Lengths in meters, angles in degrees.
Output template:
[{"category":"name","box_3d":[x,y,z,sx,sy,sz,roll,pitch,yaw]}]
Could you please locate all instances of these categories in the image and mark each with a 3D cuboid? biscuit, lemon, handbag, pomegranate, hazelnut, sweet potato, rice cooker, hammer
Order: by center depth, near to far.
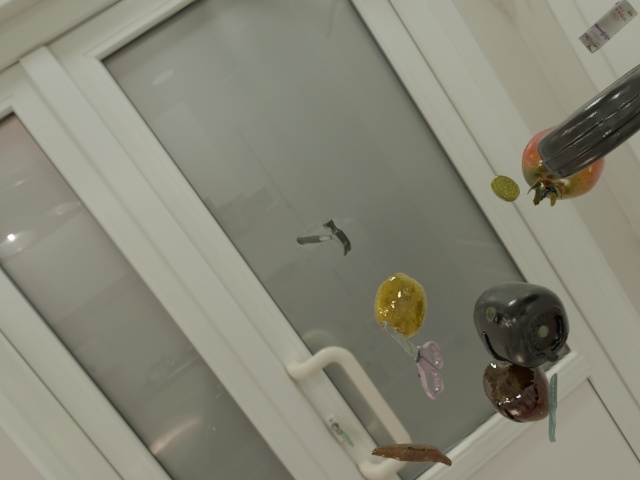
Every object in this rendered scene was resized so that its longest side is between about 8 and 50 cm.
[{"category":"handbag","box_3d":[0.547,-0.236,1.015,0.308,0.093,0.254,-35,-7,-30]},{"category":"hammer","box_3d":[0.000,0.000,1.384,0.029,0.103,0.246,-47,15,-21]},{"category":"biscuit","box_3d":[0.507,-0.143,1.467,0.084,0.084,0.023,-42,-13,-40]},{"category":"pomegranate","box_3d":[0.679,-0.207,1.520,0.257,0.221,0.221,-53,13,-14]},{"category":"rice cooker","box_3d":[0.632,0.262,1.672,0.267,0.267,0.224,-37,20,-15]},{"category":"lemon","box_3d":[0.255,0.210,1.713,0.170,0.169,0.208,-19,54,61]},{"category":"hazelnut","box_3d":[0.670,0.493,1.796,0.218,0.218,0.234,-34,35,4]},{"category":"sweet potato","box_3d":[0.312,0.718,1.811,0.066,0.314,0.072,-102,33,-47]}]

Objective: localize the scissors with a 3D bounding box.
[{"category":"scissors","box_3d":[0.169,0.198,0.950,0.021,0.212,0.110,-16,45,32]}]

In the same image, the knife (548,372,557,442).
[{"category":"knife","box_3d":[0.717,0.514,1.648,0.015,0.211,0.028,5,-7,-9]}]

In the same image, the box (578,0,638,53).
[{"category":"box","box_3d":[0.625,-0.466,1.163,0.117,0.051,0.036,-44,1,1]}]
